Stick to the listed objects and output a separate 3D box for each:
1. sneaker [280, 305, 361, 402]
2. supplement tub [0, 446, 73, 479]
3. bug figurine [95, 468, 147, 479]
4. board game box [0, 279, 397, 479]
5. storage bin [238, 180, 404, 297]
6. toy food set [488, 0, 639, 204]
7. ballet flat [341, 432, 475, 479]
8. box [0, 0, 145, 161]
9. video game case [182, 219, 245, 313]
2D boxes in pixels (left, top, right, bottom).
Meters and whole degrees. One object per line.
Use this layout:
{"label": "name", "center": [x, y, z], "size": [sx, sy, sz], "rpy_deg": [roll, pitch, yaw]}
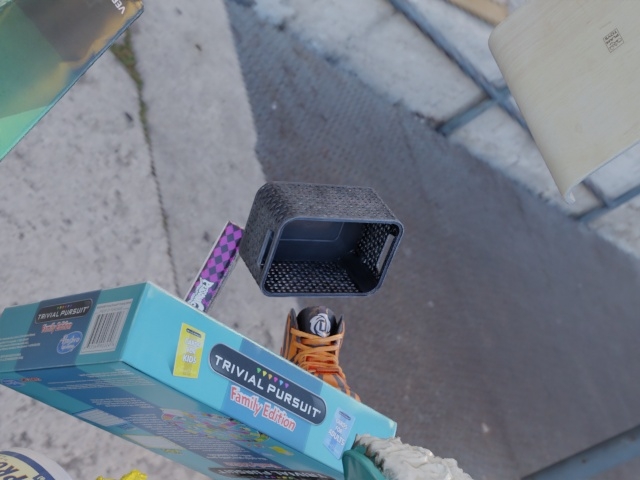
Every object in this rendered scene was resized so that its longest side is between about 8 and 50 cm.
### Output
{"label": "sneaker", "center": [-0.013, 0.179, 1.485], "size": [0.124, 0.321, 0.180], "rpy_deg": [11, 80, -14]}
{"label": "supplement tub", "center": [-0.490, 0.437, 1.385], "size": [0.325, 0.235, 0.235], "rpy_deg": [-21, 79, -57]}
{"label": "bug figurine", "center": [-0.208, 0.257, 0.688], "size": [0.072, 0.216, 0.279], "rpy_deg": [30, 45, -17]}
{"label": "board game box", "center": [-0.129, 0.158, 1.042], "size": [0.336, 0.253, 0.079], "rpy_deg": [34, 60, -36]}
{"label": "storage bin", "center": [0.000, 0.000, 1.329], "size": [0.180, 0.122, 0.084], "rpy_deg": [2, 34, -29]}
{"label": "toy food set", "center": [0.340, -0.206, 1.127], "size": [0.092, 0.306, 0.220], "rpy_deg": [5, 56, -45]}
{"label": "ballet flat", "center": [0.132, 0.269, 0.797], "size": [0.147, 0.147, 0.409], "rpy_deg": [41, 2, -22]}
{"label": "box", "center": [-0.251, -0.013, 0.520], "size": [0.058, 0.232, 0.322], "rpy_deg": [50, 49, -24]}
{"label": "video game case", "center": [-0.183, 0.092, 1.590], "size": [0.041, 0.210, 0.232], "rpy_deg": [28, 79, -2]}
